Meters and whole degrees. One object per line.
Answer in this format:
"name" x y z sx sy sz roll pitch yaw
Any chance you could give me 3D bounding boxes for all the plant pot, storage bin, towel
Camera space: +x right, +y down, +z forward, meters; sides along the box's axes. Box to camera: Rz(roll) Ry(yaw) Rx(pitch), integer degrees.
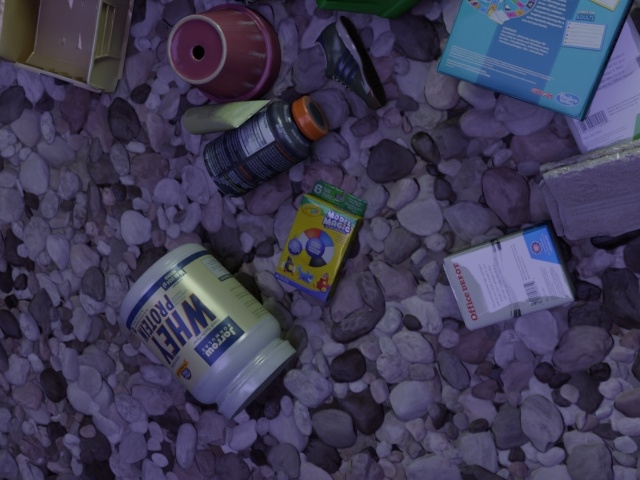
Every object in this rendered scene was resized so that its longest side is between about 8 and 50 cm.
"plant pot" -0.202 -0.372 1.436 0.201 0.180 0.201 4 100 20
"storage bin" -0.561 -0.479 1.583 0.262 0.123 0.260 19 106 16
"towel" 0.525 -0.091 1.230 0.282 0.049 0.187 -16 135 23

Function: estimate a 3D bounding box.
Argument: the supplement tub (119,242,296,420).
"supplement tub" -0.232 0.190 1.522 0.325 0.235 0.235 44 111 8

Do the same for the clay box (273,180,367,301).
"clay box" 0.000 0.000 1.498 0.127 0.053 0.222 25 108 14

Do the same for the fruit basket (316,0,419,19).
"fruit basket" 0.149 -0.604 1.260 0.392 0.283 0.392 1 86 -21

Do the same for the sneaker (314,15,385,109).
"sneaker" 0.053 -0.332 1.415 0.086 0.064 0.192 -25 90 30

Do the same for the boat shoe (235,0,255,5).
"boat shoe" -0.147 -0.501 1.440 0.219 0.078 0.070 17 77 25

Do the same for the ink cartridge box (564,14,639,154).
"ink cartridge box" 0.489 -0.260 1.241 0.160 0.092 0.219 -24 90 24

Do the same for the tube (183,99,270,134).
"tube" -0.197 -0.246 1.458 0.240 0.062 0.070 6 85 53

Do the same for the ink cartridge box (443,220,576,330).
"ink cartridge box" 0.353 0.066 1.358 0.203 0.086 0.148 -19 92 24

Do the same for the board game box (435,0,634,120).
"board game box" 0.369 -0.395 1.176 0.253 0.079 0.336 25 106 19

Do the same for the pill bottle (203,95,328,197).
"pill bottle" -0.106 -0.194 1.460 0.245 0.130 0.130 -27 90 23
